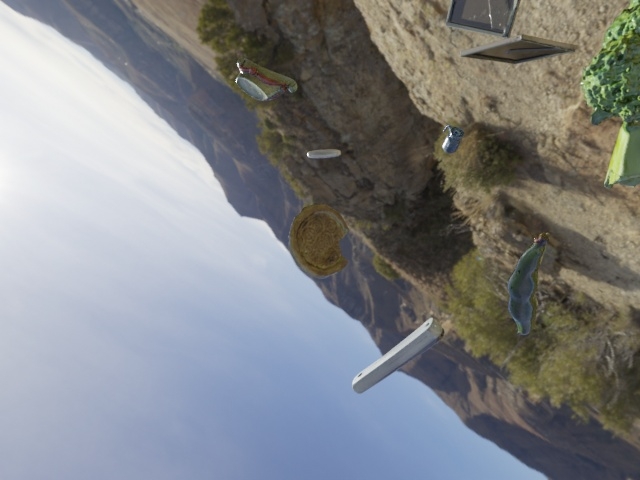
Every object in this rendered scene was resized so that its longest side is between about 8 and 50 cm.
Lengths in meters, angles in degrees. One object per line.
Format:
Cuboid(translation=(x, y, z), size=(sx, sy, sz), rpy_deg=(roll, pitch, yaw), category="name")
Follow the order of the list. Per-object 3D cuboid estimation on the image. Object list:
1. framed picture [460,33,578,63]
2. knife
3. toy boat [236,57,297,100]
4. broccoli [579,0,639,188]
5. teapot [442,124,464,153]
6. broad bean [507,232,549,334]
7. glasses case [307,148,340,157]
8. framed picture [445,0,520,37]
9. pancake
Cuboid(translation=(0.665, -0.635, 1.344), size=(0.315, 0.024, 0.232), rpy_deg=(-8, -166, -31), category="framed picture")
Cuboid(translation=(0.182, 0.277, 0.960), size=(0.040, 0.265, 0.073), rpy_deg=(46, -164, -4), category="knife")
Cuboid(translation=(-0.143, -0.381, 0.951), size=(0.185, 0.071, 0.089), rpy_deg=(32, 161, 21), category="toy boat")
Cuboid(translation=(0.468, -0.209, 0.508), size=(0.254, 0.302, 0.186), rpy_deg=(7, -163, -29), category="broccoli")
Cuboid(translation=(0.414, -0.319, 1.254), size=(0.083, 0.049, 0.063), rpy_deg=(97, 168, -61), category="teapot")
Cuboid(translation=(0.403, 0.096, 0.792), size=(0.043, 0.060, 0.297), rpy_deg=(-76, -24, -45), category="broad bean")
Cuboid(translation=(0.009, -0.217, 1.001), size=(0.083, 0.021, 0.032), rpy_deg=(-2, -174, 8), category="glasses case")
Cuboid(translation=(0.428, -0.676, 1.004), size=(0.209, 0.019, 0.281), rpy_deg=(42, 140, 39), category="framed picture")
Cuboid(translation=(0.000, 0.000, 1.225), size=(0.212, 0.235, 0.029), rpy_deg=(4, 167, -29), category="pancake")
